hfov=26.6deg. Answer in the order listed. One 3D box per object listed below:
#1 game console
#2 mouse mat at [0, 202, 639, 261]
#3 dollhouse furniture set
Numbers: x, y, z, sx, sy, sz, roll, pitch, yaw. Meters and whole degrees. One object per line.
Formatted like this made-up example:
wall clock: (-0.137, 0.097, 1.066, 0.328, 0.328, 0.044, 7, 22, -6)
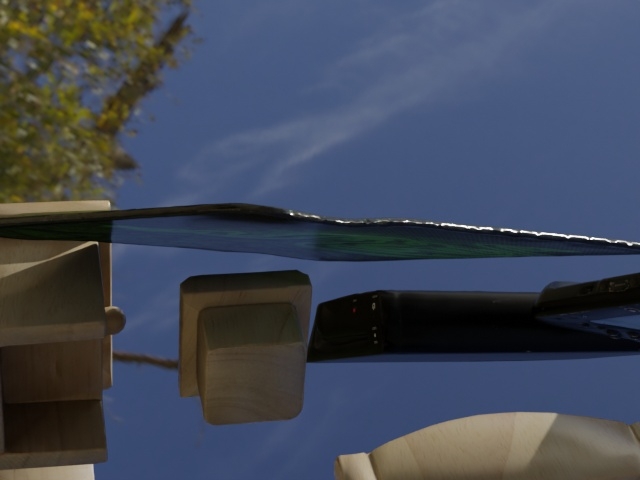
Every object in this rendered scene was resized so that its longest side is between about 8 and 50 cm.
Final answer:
game console: (0.147, 0.043, 0.745, 0.361, 0.213, 0.044, 161, -71, -66)
mouse mat: (0.000, 0.000, 0.430, 0.153, 0.190, 0.007, -2, -94, 47)
dollhouse furniture set: (0.031, 0.091, 0.598, 0.174, 0.356, 0.303, -110, -159, -54)
